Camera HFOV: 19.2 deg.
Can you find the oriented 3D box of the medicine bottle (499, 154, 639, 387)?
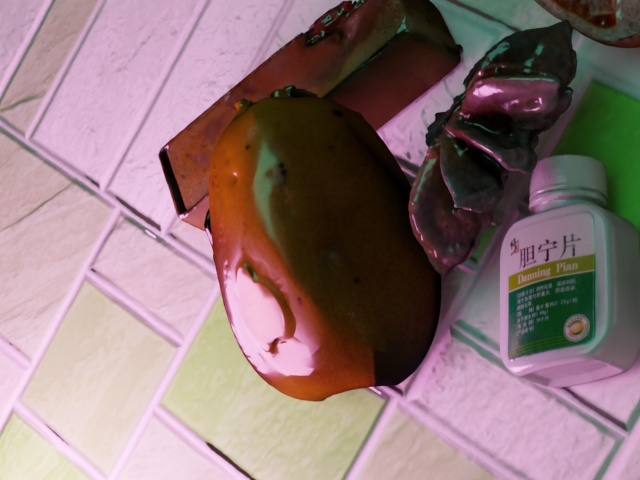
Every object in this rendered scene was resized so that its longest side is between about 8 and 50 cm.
[{"bbox_3d":[0.207,0.024,1.571,0.119,0.069,0.183,-18,60,43],"label":"medicine bottle"}]

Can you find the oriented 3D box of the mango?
[{"bbox_3d":[0.000,0.000,1.683,0.152,0.201,0.287,144,104,-75],"label":"mango"}]

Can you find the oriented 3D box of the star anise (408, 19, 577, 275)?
[{"bbox_3d":[0.143,-0.084,1.612,0.236,0.093,0.229,-63,7,-3],"label":"star anise"}]

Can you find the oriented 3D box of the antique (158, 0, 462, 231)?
[{"bbox_3d":[-0.012,-0.127,1.808,0.310,0.087,0.093,-38,51,24],"label":"antique"}]

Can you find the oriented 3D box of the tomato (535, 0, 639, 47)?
[{"bbox_3d":[0.273,-0.277,1.598,0.237,0.095,0.237,-3,87,49],"label":"tomato"}]
